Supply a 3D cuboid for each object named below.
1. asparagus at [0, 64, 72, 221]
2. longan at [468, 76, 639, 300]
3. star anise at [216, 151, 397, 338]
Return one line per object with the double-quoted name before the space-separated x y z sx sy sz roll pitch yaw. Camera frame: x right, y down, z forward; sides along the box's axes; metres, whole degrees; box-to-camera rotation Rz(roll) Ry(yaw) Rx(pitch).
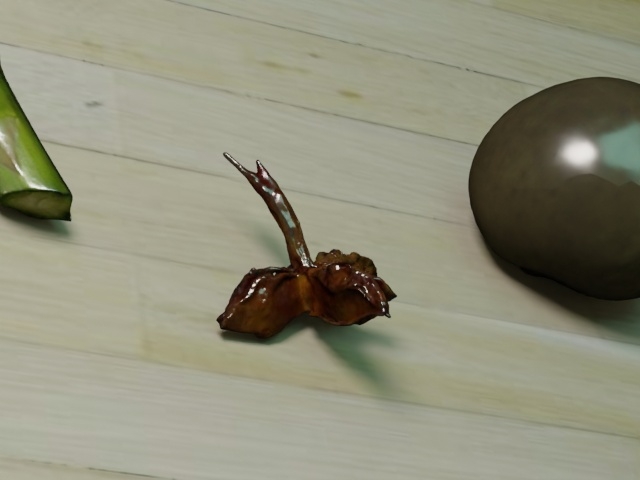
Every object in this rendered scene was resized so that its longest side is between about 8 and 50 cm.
"asparagus" -0.281 -0.121 1.587 0.067 0.060 0.277 11 41 -51
"longan" 0.244 -0.049 1.746 0.220 0.196 0.196 18 40 3
"star anise" -0.010 0.001 1.586 0.140 0.144 0.158 -2 10 6
